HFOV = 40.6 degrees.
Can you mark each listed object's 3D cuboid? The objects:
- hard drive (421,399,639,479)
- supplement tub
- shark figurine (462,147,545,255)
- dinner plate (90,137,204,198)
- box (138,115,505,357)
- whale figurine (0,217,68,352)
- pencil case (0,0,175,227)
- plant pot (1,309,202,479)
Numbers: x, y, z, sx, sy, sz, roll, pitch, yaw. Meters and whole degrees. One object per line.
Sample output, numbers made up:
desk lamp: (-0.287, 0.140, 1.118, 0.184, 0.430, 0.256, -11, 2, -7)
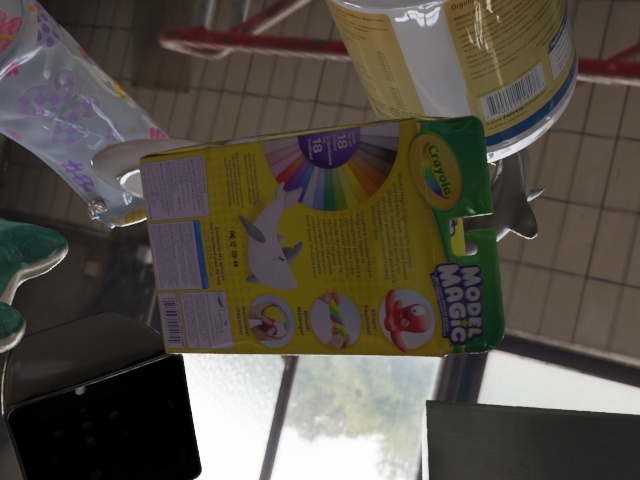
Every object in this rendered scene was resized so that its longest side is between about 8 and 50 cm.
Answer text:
hard drive: (0.117, 0.122, 0.404, 0.135, 0.022, 0.094, 4, -137, 1)
supplement tub: (0.077, -0.159, 0.543, 0.144, 0.144, 0.199, 12, 151, 31)
shark figurine: (0.222, -0.060, 1.034, 0.166, 0.116, 0.278, -16, 140, -8)
dinner plate: (-0.130, -0.055, 0.763, 0.141, 0.017, 0.141, 0, 164, 0)
box: (0.000, 0.000, 0.407, 0.179, 0.105, 0.043, -3, -173, 33)
whale figurine: (-0.345, 0.037, 0.746, 0.216, 0.141, 0.272, 11, -145, 26)
pencil case: (-0.250, -0.121, 0.863, 0.113, 0.124, 0.273, 49, 180, 39)
plant pot: (-0.261, 0.184, 0.986, 0.188, 0.188, 0.167, -18, -146, -22)
